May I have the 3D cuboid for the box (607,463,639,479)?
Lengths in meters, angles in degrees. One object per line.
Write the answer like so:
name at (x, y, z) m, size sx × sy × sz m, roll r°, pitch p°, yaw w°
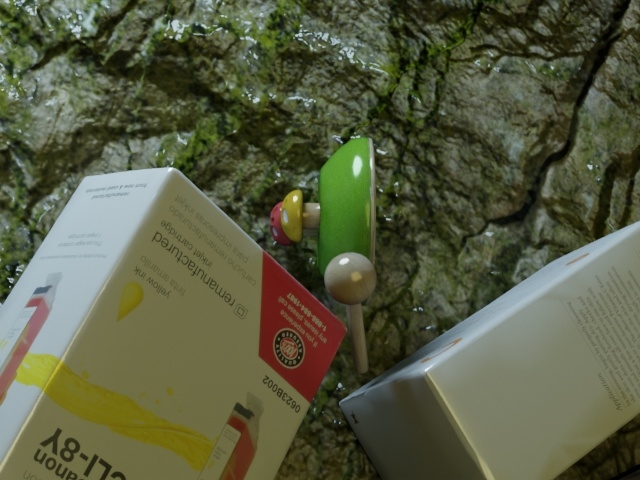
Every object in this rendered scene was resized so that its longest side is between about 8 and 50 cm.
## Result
box at (0.466, 0.423, 1.490) m, size 0.293 × 0.212 × 0.396 m, roll -18°, pitch 83°, yaw -33°

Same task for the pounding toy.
pounding toy at (0.000, 0.000, 1.456) m, size 0.110 × 0.183 × 0.237 m, roll 1°, pitch 52°, yaw -1°

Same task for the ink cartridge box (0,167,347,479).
ink cartridge box at (-0.180, 0.167, 1.281) m, size 0.279 × 0.160 × 0.385 m, roll 45°, pitch 60°, yaw -33°

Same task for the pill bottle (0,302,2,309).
pill bottle at (-0.389, 0.135, 1.271) m, size 0.119 × 0.119 × 0.209 m, roll 30°, pitch 65°, yaw -12°

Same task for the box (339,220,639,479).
box at (0.230, 0.146, 1.481) m, size 0.345 × 0.215 × 0.168 m, roll -30°, pitch 88°, yaw -27°
